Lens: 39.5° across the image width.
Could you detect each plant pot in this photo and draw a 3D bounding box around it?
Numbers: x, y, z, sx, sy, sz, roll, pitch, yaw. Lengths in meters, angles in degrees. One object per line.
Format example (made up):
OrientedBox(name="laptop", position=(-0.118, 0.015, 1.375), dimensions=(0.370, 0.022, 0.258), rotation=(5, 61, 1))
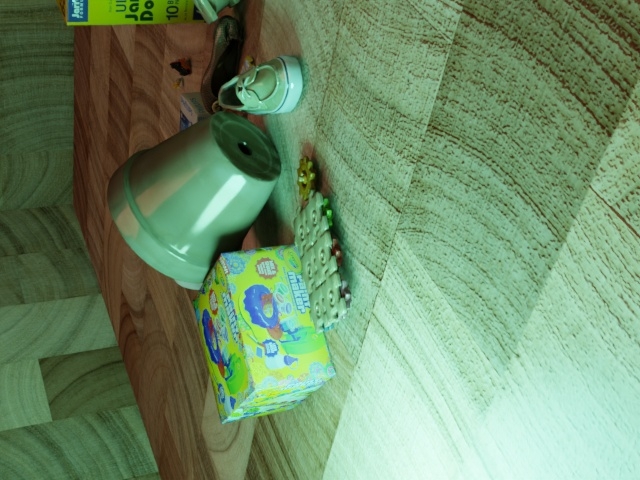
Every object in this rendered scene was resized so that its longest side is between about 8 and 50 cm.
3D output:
OrientedBox(name="plant pot", position=(-0.243, -0.118, 1.898), dimensions=(0.280, 0.323, 0.323), rotation=(-41, 55, 31))

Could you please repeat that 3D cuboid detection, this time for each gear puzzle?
OrientedBox(name="gear puzzle", position=(0.000, 0.000, 1.708), dimensions=(0.175, 0.044, 0.339), rotation=(132, 129, -62))

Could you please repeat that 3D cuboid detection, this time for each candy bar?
OrientedBox(name="candy bar", position=(-0.177, -0.356, 2.020), dimensions=(0.040, 0.018, 0.161), rotation=(68, 152, 23))

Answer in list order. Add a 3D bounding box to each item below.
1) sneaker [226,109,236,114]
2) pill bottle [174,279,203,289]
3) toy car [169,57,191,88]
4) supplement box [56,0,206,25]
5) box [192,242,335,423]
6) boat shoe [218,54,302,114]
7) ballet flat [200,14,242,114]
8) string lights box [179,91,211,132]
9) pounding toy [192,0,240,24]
OrientedBox(name="sneaker", position=(-0.184, -0.214, 2.044), dimensions=(0.067, 0.064, 0.175), rotation=(-9, 95, 51))
OrientedBox(name="pill bottle", position=(-0.299, -0.020, 2.233), dimensions=(0.146, 0.146, 0.264), rotation=(-138, 46, -56))
OrientedBox(name="toy car", position=(-0.390, -0.463, 2.427), dimensions=(0.122, 0.060, 0.041), rotation=(-25, 42, 58))
OrientedBox(name="supplement box", position=(-0.440, -0.640, 2.113), dimensions=(0.195, 0.356, 0.194), rotation=(-123, 34, -45))
OrientedBox(name="box", position=(-0.128, 0.199, 1.879), dimensions=(0.279, 0.177, 0.290), rotation=(129, 129, -57))
OrientedBox(name="boat shoe", position=(-0.126, -0.304, 1.825), dimensions=(0.302, 0.094, 0.109), rotation=(170, 93, -66))
OrientedBox(name="ballet flat", position=(-0.219, -0.392, 2.046), dimensions=(0.058, 0.084, 0.250), rotation=(42, 132, 34))
OrientedBox(name="string lights box", position=(-0.309, -0.234, 2.280), dimensions=(0.133, 0.076, 0.260), rotation=(-127, 38, -48))
OrientedBox(name="pounding toy", position=(-0.309, -0.579, 1.940), dimensions=(0.269, 0.155, 0.154), rotation=(55, 172, -35))
